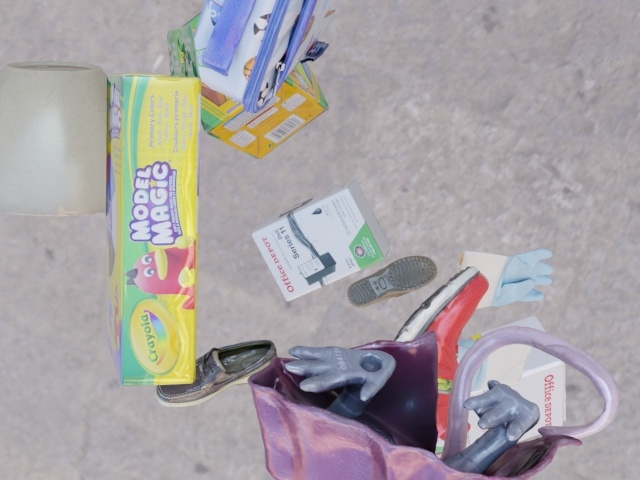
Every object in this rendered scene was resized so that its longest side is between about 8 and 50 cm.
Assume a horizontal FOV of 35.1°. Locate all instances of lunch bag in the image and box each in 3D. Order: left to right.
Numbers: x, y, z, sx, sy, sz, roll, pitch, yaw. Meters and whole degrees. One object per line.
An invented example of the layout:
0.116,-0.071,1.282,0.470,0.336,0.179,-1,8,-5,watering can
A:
-0.032,-0.280,1.029,0.114,0.243,0.303,27,132,3,lunch bag

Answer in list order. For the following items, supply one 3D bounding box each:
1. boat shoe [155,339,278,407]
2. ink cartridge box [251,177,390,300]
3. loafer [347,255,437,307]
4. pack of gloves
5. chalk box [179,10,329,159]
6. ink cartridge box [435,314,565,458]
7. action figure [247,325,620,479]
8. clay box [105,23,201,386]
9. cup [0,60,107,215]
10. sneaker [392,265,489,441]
-0.123,0.149,1.190,0.049,0.152,0.056,90,155,-48,boat shoe
0.000,0.000,1.860,0.208,0.087,0.153,-25,100,19,ink cartridge box
0.110,0.063,1.577,0.148,0.050,0.056,-18,85,-4,loafer
0.198,0.095,1.251,0.046,0.232,0.195,26,107,39,pack of gloves
-0.144,-0.330,1.856,0.180,0.179,0.289,-34,64,19,chalk box
0.272,0.269,1.754,0.278,0.117,0.201,-18,136,-4,ink cartridge box
0.037,0.241,0.812,0.248,0.275,0.370,33,128,37,action figure
-0.114,-0.029,0.669,0.053,0.127,0.222,-2,99,-16,clay box
-0.478,-0.196,1.823,0.331,0.331,0.237,11,107,24,cup
0.117,0.161,1.095,0.118,0.107,0.279,30,87,6,sneaker
